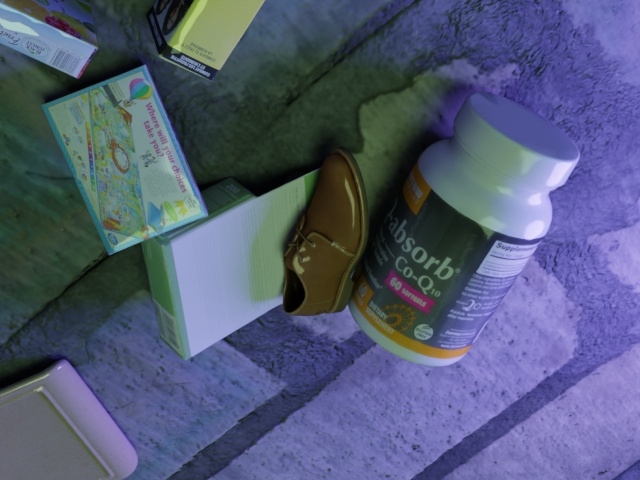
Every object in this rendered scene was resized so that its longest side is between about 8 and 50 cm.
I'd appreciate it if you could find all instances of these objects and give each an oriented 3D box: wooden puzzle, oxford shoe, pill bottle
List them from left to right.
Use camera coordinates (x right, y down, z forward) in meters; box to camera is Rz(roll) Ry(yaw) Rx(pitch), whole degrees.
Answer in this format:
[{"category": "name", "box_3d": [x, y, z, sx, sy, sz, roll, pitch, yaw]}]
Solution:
[{"category": "wooden puzzle", "box_3d": [-0.370, 0.258, 1.138, 0.238, 0.044, 0.221, -26, 132, -4]}, {"category": "oxford shoe", "box_3d": [0.000, 0.000, 1.006, 0.076, 0.076, 0.212, -11, 128, -29]}, {"category": "pill bottle", "box_3d": [0.153, -0.010, 1.028, 0.162, 0.162, 0.278, 11, 123, -27]}]

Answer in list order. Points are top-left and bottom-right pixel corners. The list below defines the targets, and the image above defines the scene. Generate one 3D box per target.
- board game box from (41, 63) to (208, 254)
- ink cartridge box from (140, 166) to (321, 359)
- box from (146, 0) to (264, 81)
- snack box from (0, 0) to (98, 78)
[{"category": "board game box", "box_3d": [-0.184, -0.076, 0.894, 0.103, 0.026, 0.154, -21, 104, -2]}, {"category": "ink cartridge box", "box_3d": [-0.076, 0.008, 1.033, 0.235, 0.056, 0.171, -30, 137, -28]}, {"category": "box", "box_3d": [-0.063, -0.256, 0.799, 0.058, 0.087, 0.232, 22, 118, -33]}, {"category": "snack box", "box_3d": [-0.256, -0.197, 0.764, 0.141, 0.100, 0.037, 23, 118, -34]}]
